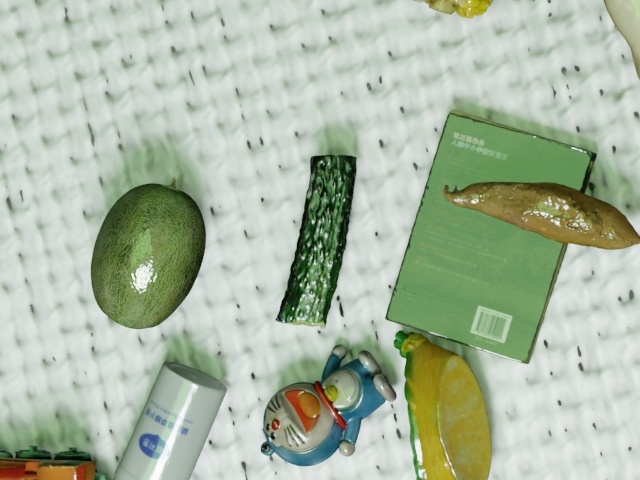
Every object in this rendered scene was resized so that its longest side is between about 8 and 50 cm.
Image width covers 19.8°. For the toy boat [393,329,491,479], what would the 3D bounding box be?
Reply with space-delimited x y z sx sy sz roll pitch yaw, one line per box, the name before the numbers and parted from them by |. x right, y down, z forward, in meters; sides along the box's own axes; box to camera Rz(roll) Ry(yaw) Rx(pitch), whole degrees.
toy boat | 0.121 0.201 1.869 0.088 0.089 0.230 -14 85 51

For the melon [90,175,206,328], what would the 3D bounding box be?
melon | -0.179 0.012 1.922 0.114 0.114 0.167 22 96 13

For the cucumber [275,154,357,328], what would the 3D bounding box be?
cucumber | 0.001 0.000 1.906 0.058 0.058 0.187 13 95 14

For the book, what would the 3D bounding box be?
book | 0.173 -0.004 1.877 0.160 0.024 0.228 18 94 12

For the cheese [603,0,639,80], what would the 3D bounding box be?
cheese | 0.332 -0.236 1.750 0.117 0.218 0.235 -18 54 15

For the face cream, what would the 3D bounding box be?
face cream | -0.181 0.256 1.941 0.077 0.077 0.250 24 96 13

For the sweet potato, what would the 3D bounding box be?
sweet potato | 0.223 -0.032 1.824 0.205 0.068 0.060 11 69 15

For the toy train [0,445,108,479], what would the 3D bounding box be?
toy train | -0.319 0.258 1.956 0.175 0.118 0.074 2 88 12

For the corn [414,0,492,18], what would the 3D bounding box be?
corn | 0.178 -0.363 1.843 0.101 0.101 0.292 22 92 13

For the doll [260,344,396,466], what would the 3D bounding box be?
doll | 0.002 0.177 1.893 0.152 0.085 0.114 -32 59 3
